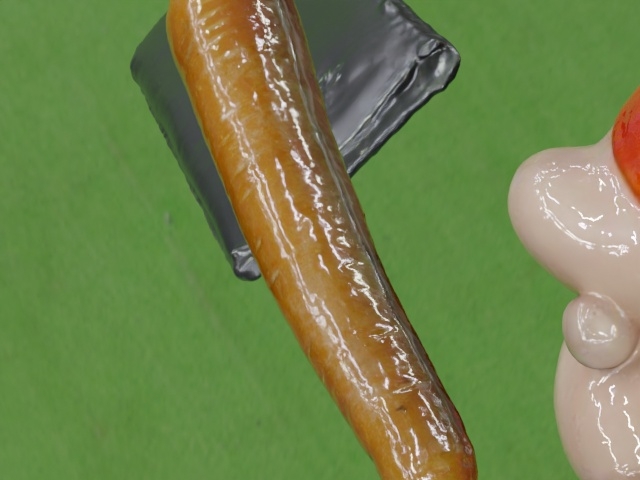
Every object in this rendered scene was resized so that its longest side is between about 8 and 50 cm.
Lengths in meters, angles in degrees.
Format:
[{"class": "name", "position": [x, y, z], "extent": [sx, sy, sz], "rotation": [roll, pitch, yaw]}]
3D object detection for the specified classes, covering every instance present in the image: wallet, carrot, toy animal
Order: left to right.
[{"class": "wallet", "position": [-0.027, -0.090, 1.008], "extent": [0.146, 0.030, 0.285], "rotation": [-51, 28, 10]}, {"class": "carrot", "position": [0.000, 0.000, 0.498], "extent": [0.037, 0.037, 0.190], "rotation": [-15, 56, -11]}, {"class": "toy animal", "position": [0.167, 0.014, 0.837], "extent": [0.171, 0.171, 0.197], "rotation": [8, 105, 0]}]
